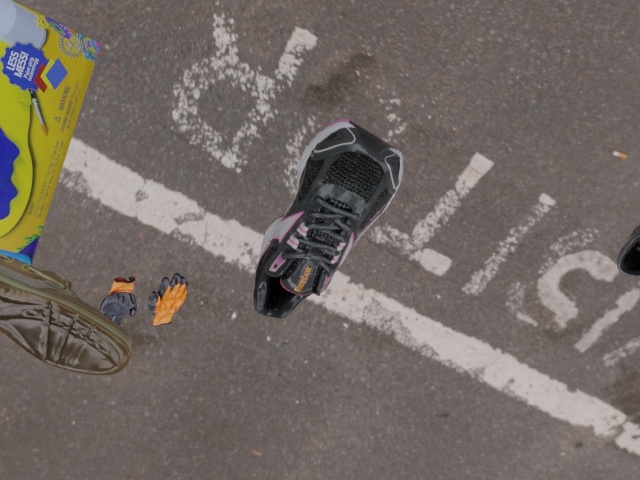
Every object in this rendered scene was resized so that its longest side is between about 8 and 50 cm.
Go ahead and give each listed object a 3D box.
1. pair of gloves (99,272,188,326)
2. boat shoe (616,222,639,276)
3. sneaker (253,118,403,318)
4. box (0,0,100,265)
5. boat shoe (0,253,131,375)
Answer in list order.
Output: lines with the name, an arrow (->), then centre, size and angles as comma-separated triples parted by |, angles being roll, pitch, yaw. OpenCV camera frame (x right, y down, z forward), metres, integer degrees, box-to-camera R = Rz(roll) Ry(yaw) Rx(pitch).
pair of gloves -> -0.170, 0.061, 0.557 | 0.083, 0.010, 0.074 | -2, 135, -39
boat shoe -> 0.589, -0.002, 0.941 | 0.112, 0.335, 0.095 | 40, 83, 12
sneaker -> 0.000, 0.000, 0.406 | 0.072, 0.077, 0.178 | 21, 139, -7
box -> -0.415, -0.109, 0.560 | 0.279, 0.177, 0.290 | 19, 83, -40
boat shoe -> -0.179, 0.039, 0.365 | 0.135, 0.045, 0.050 | 30, 114, -12
